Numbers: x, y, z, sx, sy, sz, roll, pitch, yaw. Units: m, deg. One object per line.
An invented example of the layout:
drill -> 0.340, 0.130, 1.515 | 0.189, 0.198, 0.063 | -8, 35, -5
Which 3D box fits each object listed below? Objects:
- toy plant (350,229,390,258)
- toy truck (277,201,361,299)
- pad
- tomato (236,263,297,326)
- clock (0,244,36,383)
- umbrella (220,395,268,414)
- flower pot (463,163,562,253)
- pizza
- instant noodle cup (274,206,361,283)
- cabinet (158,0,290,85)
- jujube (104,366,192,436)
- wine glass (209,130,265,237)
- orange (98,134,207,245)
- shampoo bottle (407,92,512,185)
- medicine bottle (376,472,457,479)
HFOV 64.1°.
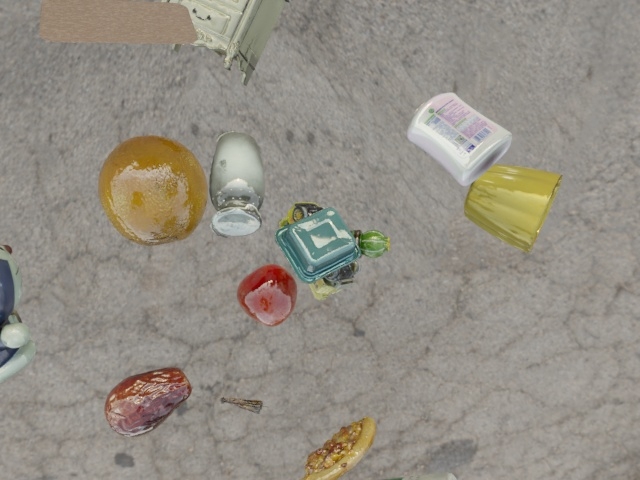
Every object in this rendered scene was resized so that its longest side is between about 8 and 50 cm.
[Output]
toy plant -> 0.139, 0.012, 1.615 | 0.162, 0.093, 0.093 | -2, 128, 15
toy truck -> -0.015, 0.033, 1.444 | 0.124, 0.272, 0.157 | -4, 147, -50
pad -> -0.372, -0.408, 0.948 | 0.266, 0.176, 0.002 | -7, 139, -20
tomato -> -0.149, 0.162, 1.493 | 0.186, 0.151, 0.187 | 1, 99, 4
clock -> -0.531, 0.107, 0.783 | 0.199, 0.146, 0.244 | 21, 125, 19
umbrella -> -0.128, 0.274, 0.859 | 0.083, 0.020, 0.031 | 13, 151, 4
flower pot -> 0.448, -0.092, 1.211 | 0.179, 0.195, 0.195 | 25, 128, 23
pizza -> 0.044, 0.504, 1.215 | 0.246, 0.127, 0.058 | -28, 96, -20
instant noodle cup -> 0.000, 0.000, 1.214 | 0.179, 0.157, 0.070 | -26, 163, -24
cabinet -> -0.293, -0.676, 1.500 | 0.289, 0.227, 0.318 | 28, 95, 5
jujube -> -0.529, 0.489, 1.577 | 0.255, 0.190, 0.190 | -29, 129, -19
wine glass -> -0.166, -0.114, 1.023 | 0.111, 0.205, 0.111 | -2, 150, -1
orange -> -0.412, -0.122, 1.272 | 0.274, 0.274, 0.274 | -5, 126, -6
shampoo bottle -> 0.139, -0.112, 0.537 | 0.072, 0.099, 0.043 | -41, 155, -9
medicine bottle -> 0.108, 0.459, 0.871 | 0.259, 0.095, 0.095 | -16, 128, 20
